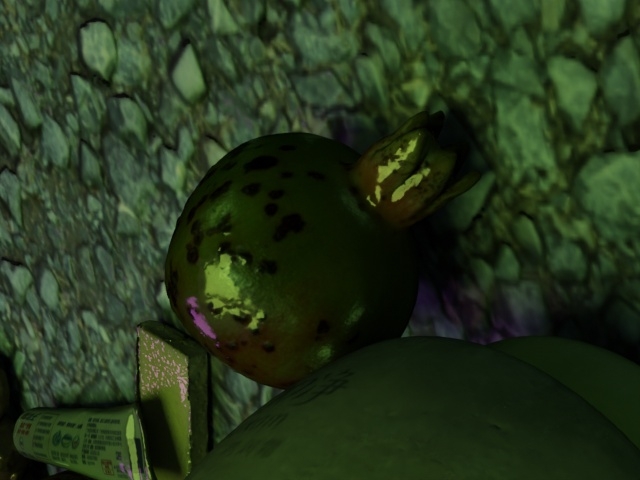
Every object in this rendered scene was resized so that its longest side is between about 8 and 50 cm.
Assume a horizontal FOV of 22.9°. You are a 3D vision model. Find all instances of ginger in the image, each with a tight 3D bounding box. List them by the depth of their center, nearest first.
[{"bbox_3d":[-0.316,0.201,1.482,0.104,0.080,0.204,24,129,49],"label":"ginger"}]

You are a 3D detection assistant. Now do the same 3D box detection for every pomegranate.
[{"bbox_3d":[0.000,0.000,0.930,0.205,0.159,0.159,-39,76,24],"label":"pomegranate"}]

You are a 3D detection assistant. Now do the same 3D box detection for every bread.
[{"bbox_3d":[-0.116,0.138,1.241,0.068,0.028,0.153,28,128,40],"label":"bread"}]

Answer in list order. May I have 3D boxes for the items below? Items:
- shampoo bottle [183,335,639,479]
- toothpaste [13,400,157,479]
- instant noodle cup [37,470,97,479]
[{"bbox_3d":[0.062,0.217,0.821,0.322,0.317,0.322,29,132,38],"label":"shampoo bottle"},{"bbox_3d":[-0.202,0.168,1.329,0.268,0.047,0.069,-5,65,60],"label":"toothpaste"},{"bbox_3d":[-0.244,0.309,1.364,0.230,0.182,0.230,27,129,40],"label":"instant noodle cup"}]
